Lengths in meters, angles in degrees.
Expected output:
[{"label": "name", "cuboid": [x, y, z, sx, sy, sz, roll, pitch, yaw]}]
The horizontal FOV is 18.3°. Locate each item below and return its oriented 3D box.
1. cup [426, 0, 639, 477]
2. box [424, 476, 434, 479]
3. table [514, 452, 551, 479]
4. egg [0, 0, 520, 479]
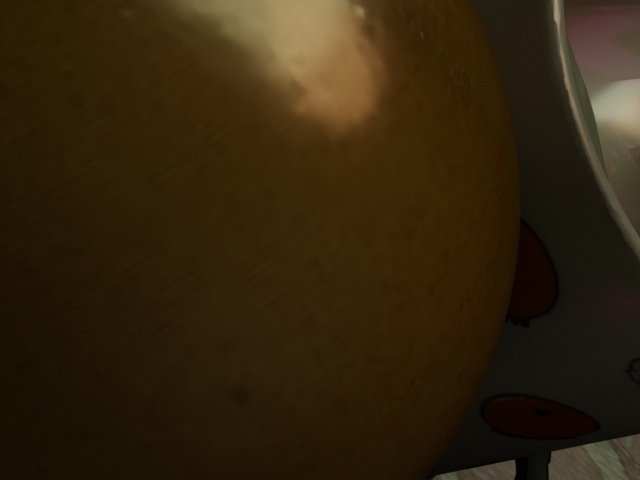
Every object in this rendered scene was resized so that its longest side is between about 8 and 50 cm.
[{"label": "cup", "cuboid": [0.055, -0.013, 0.780, 0.212, 0.317, 0.212, 14, 66, -36]}, {"label": "box", "cuboid": [0.000, 0.000, 1.044, 0.243, 0.135, 0.163, 45, 13, 29]}, {"label": "table", "cuboid": [0.277, 0.130, 0.886, 0.335, 0.222, 0.272, 39, 34, -18]}, {"label": "egg", "cuboid": [-0.082, -0.026, 0.585, 0.250, 0.250, 0.322, 29, 9, -39]}]
